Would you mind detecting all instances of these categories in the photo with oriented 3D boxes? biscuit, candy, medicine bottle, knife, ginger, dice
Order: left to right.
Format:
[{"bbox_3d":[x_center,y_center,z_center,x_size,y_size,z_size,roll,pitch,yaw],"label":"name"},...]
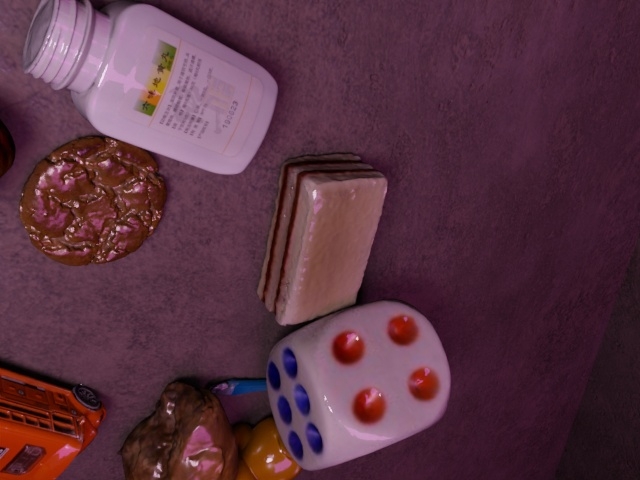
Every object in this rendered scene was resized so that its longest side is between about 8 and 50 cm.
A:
[{"bbox_3d":[-0.342,-0.054,0.849,0.225,0.042,0.226,-19,128,-26],"label":"biscuit"},{"bbox_3d":[-0.226,-0.217,0.766,0.324,0.124,0.179,15,104,-44],"label":"medicine bottle"},{"bbox_3d":[-0.264,0.445,1.139,0.269,0.200,0.223,-47,134,1],"label":"ginger"},{"bbox_3d":[-0.139,0.340,1.287,0.296,0.026,0.044,11,115,-44],"label":"knife"},{"bbox_3d":[0.000,0.000,1.076,0.179,0.135,0.321,-6,123,-35],"label":"candy"},{"bbox_3d":[0.073,0.305,1.174,0.304,0.277,0.304,-10,162,-28],"label":"dice"}]

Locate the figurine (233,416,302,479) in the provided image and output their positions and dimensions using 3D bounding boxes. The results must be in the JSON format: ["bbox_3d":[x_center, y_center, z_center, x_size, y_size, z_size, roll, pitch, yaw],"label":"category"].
[{"bbox_3d":[-0.137,0.519,1.295,0.228,0.215,0.215,-37,136,7],"label":"figurine"}]

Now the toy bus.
[{"bbox_3d":[-0.506,0.305,0.898,0.143,0.153,0.329,-46,137,0],"label":"toy bus"}]

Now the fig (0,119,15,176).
[{"bbox_3d":[-0.452,-0.119,0.651,0.149,0.148,0.202,-31,120,-44],"label":"fig"}]
